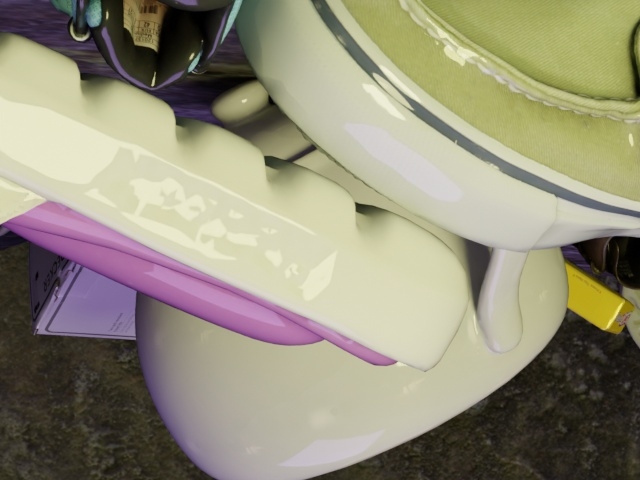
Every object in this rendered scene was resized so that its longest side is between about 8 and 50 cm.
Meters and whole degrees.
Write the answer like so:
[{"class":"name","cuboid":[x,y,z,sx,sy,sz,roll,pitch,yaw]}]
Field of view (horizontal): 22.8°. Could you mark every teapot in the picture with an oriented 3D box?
[{"class":"teapot","cuboid":[0.000,0.000,0.847,0.256,0.187,0.252,-23,-170,13]}]

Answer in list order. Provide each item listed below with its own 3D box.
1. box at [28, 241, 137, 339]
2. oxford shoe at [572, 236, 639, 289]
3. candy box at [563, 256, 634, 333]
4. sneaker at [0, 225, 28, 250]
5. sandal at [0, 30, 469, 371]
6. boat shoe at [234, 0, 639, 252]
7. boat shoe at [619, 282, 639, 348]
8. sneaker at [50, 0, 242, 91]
[{"class":"box","cuboid":[-0.052,0.005,1.155,0.290,0.087,0.169,4,149,-23]},{"class":"oxford shoe","cuboid":[0.171,-0.019,0.968,0.083,0.096,0.227,3,179,-21]},{"class":"candy box","cuboid":[0.104,-0.007,1.004,0.206,0.027,0.105,34,-173,14]},{"class":"sneaker","cuboid":[-0.221,-0.049,1.237,0.118,0.083,0.222,-17,177,-25]},{"class":"sandal","cuboid":[-0.151,-0.023,0.446,0.416,0.102,0.169,20,176,-12]},{"class":"boat shoe","cuboid":[0.110,-0.057,0.526,0.302,0.109,0.094,9,137,-39]},{"class":"boat shoe","cuboid":[0.458,0.072,1.077,0.500,0.187,0.156,16,-157,21]},{"class":"sneaker","cuboid":[-0.053,-0.074,0.411,0.063,0.073,0.162,4,177,-16]}]
